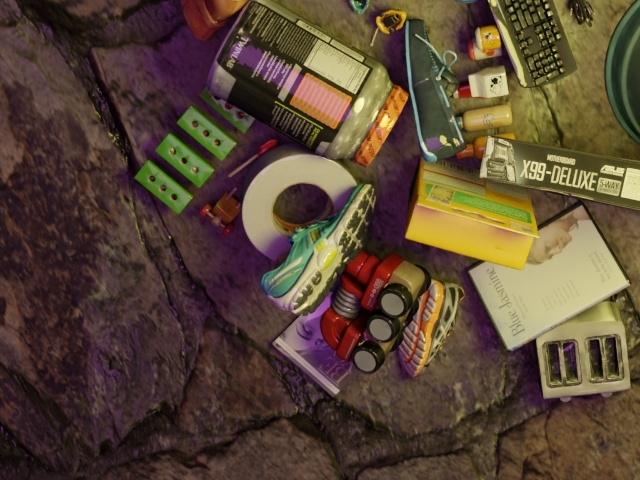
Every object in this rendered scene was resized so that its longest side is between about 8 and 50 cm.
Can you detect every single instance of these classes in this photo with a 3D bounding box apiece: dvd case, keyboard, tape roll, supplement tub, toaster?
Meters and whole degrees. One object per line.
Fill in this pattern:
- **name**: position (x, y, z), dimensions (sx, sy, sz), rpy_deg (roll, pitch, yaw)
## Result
- **dvd case**: position (0.039, 0.180, 2.086), dimensions (0.164, 0.018, 0.221), rpy_deg (42, 108, -8)
- **dvd case**: position (0.407, 0.066, 1.946), dimensions (0.253, 0.022, 0.180), rpy_deg (-32, 61, 15)
- **keyboard**: position (0.361, -0.425, 1.793), dimensions (0.201, 0.033, 0.317), rpy_deg (-28, 102, -24)
- **tape roll**: position (-0.036, -0.066, 1.958), dimensions (0.219, 0.072, 0.219), rpy_deg (-3, 116, -6)
- **supplement tub**: position (-0.020, -0.267, 1.854), dimensions (0.316, 0.193, 0.193), rpy_deg (30, 109, -4)
- **toaster**: position (0.483, 0.199, 1.992), dimensions (0.168, 0.110, 0.185), rpy_deg (-7, 107, 8)

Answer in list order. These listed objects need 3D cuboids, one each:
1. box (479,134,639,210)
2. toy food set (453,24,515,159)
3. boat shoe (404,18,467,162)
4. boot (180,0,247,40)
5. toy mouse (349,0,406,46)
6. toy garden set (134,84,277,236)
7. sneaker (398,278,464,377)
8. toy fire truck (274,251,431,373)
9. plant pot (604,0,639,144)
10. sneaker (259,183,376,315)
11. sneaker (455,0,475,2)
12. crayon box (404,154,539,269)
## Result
- **box**: position (0.452, -0.102, 1.764), dimensions (0.307, 0.242, 0.076), rpy_deg (14, 97, 33)
- **toy food set**: position (0.271, -0.261, 1.861), dimensions (0.104, 0.111, 0.232), rpy_deg (-9, 119, 11)
- **boat shoe**: position (0.199, -0.260, 1.855), dimensions (0.089, 0.109, 0.258), rpy_deg (-10, 81, 7)
- **boot**: position (-0.172, -0.502, 1.839), dimensions (0.109, 0.283, 0.220), rpy_deg (-1, 156, -30)
- **toy mouse**: position (0.101, -0.429, 1.849), dimensions (0.143, 0.031, 0.161), rpy_deg (50, 139, -14)
- **toy garden set**: position (-0.190, -0.147, 1.993), dimensions (0.204, 0.049, 0.244), rpy_deg (40, 107, -6)
- **sneaker**: position (0.212, 0.170, 2.032), dimensions (0.083, 0.084, 0.215), rpy_deg (-2, 124, -32)
- **toy fire truck**: position (0.042, 0.103, 1.969), dimensions (0.246, 0.158, 0.217), rpy_deg (32, 125, 14)
- **plant pot**: position (0.647, -0.247, 1.709), dimensions (0.341, 0.334, 0.341), rpy_deg (2, 109, 6)
- **sneaker**: position (0.000, 0.000, 1.863), dimensions (0.110, 0.107, 0.275), rpy_deg (29, 69, 27)
- **sneaker**: position (0.181, -0.460, 1.827), dimensions (0.209, 0.082, 0.069), rpy_deg (21, 111, 1)
- **crayon box**: position (0.252, -0.047, 1.825), dimensions (0.203, 0.323, 0.083), rpy_deg (16, 109, 2)
